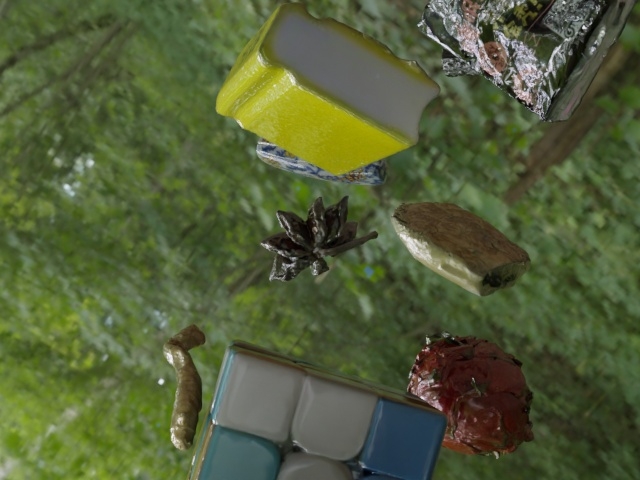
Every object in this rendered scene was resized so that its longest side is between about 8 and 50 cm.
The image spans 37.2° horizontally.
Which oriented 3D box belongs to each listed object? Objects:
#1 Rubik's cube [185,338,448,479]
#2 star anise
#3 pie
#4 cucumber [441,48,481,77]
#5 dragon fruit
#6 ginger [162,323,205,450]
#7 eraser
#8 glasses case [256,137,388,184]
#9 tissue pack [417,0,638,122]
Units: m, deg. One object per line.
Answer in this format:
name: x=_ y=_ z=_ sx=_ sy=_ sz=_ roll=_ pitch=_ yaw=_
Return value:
Rubik's cube: x=-0.033 y=0.373 z=1.529 sx=0.347 sy=0.346 sz=0.344 roll=16 pitch=176 yaw=-4
star anise: x=0.001 y=0.000 z=1.811 sx=0.209 sy=0.231 sz=0.089 roll=78 pitch=172 yaw=-53
pie: x=0.178 y=0.001 z=1.241 sx=0.185 sy=0.052 sz=0.218 roll=41 pitch=-155 yaw=25
cucumber: x=0.409 y=-0.397 z=2.084 sx=0.300 sy=0.072 sz=0.072 roll=2 pitch=-176 yaw=26
dragon fruit: x=0.314 y=0.316 z=1.921 sx=0.299 sy=0.244 sz=0.244 roll=35 pitch=-162 yaw=-11
ginger: x=-0.230 y=0.245 z=1.627 sx=0.075 sy=0.089 sz=0.288 roll=-10 pitch=-148 yaw=-3
eraser: x=-0.003 y=-0.134 z=0.885 sx=0.158 sy=0.069 sz=0.226 roll=29 pitch=169 yaw=-13
glasses case: x=0.002 y=-0.147 z=1.737 sx=0.248 sy=0.065 sz=0.087 roll=13 pitch=165 yaw=21
tissue pack: x=0.332 y=-0.376 z=1.563 sx=0.123 sy=0.245 sz=0.332 roll=-8 pitch=-138 yaw=-44
